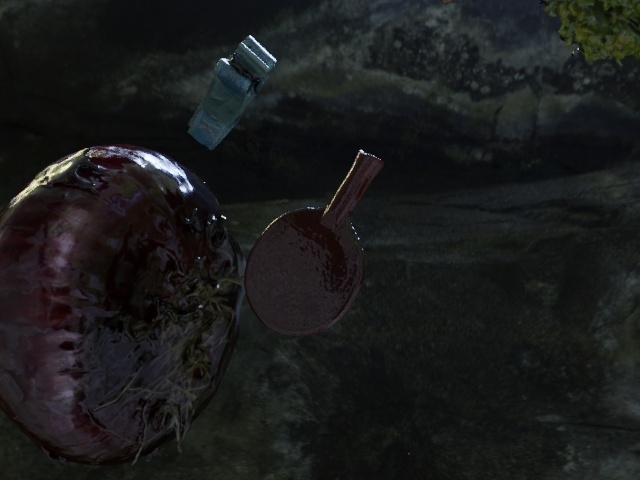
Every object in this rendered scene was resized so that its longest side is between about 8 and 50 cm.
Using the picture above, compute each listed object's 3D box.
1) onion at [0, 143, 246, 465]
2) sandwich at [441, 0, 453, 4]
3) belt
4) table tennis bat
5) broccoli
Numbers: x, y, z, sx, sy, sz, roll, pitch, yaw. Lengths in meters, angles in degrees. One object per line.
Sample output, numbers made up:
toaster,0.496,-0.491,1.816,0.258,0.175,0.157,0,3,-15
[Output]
onion,-0.206,0.055,0.649,0.232,0.314,0.314,9,-107,23
sandwich,0.189,-0.490,1.040,0.109,0.292,0.212,-20,-108,22
belt,-0.155,-0.237,1.106,0.072,0.302,0.087,45,-116,-6
table tennis bat,0.000,0.000,0.502,0.098,0.019,0.155,30,-93,28
broccoli,0.405,-0.300,0.754,0.273,0.180,0.242,38,-74,-21
